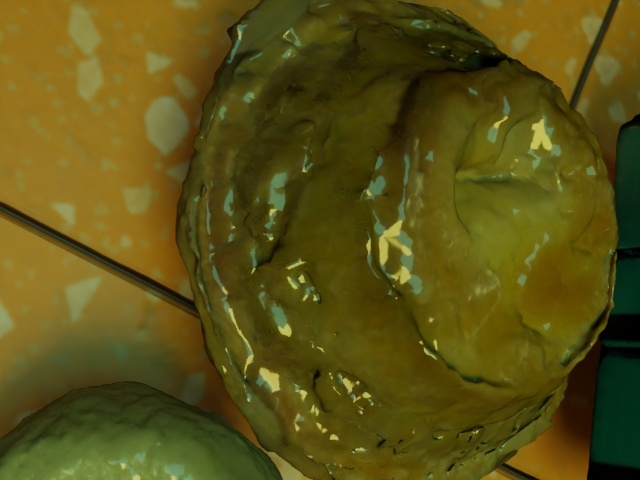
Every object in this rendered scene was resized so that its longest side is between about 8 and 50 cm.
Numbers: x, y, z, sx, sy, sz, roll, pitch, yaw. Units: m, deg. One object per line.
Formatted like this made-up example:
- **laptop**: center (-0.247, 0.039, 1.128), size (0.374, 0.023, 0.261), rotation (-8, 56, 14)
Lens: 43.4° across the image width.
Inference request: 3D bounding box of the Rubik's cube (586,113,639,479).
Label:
- **Rubik's cube**: center (0.371, 0.063, 0.514), size (0.293, 0.283, 0.289), rotation (17, 77, -30)

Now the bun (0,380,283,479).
- **bun**: center (-0.104, 0.174, 0.423), size (0.195, 0.118, 0.196), rotation (0, 89, -4)

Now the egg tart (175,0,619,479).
- **egg tart**: center (0.074, -0.001, 0.488), size (0.341, 0.129, 0.342), rotation (2, 86, -33)
